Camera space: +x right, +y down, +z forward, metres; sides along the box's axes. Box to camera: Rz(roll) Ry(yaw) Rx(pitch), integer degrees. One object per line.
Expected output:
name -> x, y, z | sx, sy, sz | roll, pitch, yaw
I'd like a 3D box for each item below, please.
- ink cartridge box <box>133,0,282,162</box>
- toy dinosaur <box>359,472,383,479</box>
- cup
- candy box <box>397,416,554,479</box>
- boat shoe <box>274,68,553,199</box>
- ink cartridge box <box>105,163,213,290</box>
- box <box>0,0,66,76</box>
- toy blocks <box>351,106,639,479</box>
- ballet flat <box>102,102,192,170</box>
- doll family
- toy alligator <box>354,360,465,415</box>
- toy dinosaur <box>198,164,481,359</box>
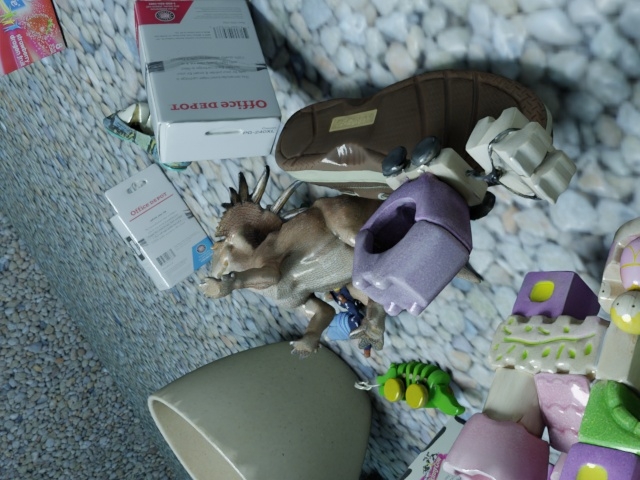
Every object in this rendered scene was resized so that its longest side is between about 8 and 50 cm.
ink cartridge box -> -0.109, -0.151, 0.569 | 0.063, 0.109, 0.150 | 117, 141, -58
toy dinosaur -> 0.026, 0.465, 1.103 | 0.313, 0.121, 0.160 | 27, 129, 29
cup -> -0.060, 0.286, 0.906 | 0.331, 0.237, 0.331 | 33, 145, 28
candy box -> 0.200, 0.312, 0.659 | 0.233, 0.159, 0.071 | 19, 136, 44
boat shoe -> 0.078, -0.075, 0.500 | 0.257, 0.095, 0.095 | 11, 166, 48
ink cartridge box -> -0.263, -0.021, 0.984 | 0.180, 0.104, 0.060 | 58, 151, -10
box -> -0.485, -0.385, 0.867 | 0.122, 0.128, 0.257 | 35, 146, 26
toy blocks -> 0.166, 0.117, 0.311 | 0.309, 0.260, 0.288 | 39, 156, -22
ballet flat -> -0.243, -0.162, 0.861 | 0.188, 0.070, 0.070 | 30, 144, 30
doll family -> 0.016, 0.049, 0.719 | 0.193, 0.076, 0.111 | 53, 146, -13
toy alligator -> 0.105, 0.173, 0.752 | 0.189, 0.056, 0.051 | -2, 79, 56
toy dinosaur -> 0.000, 0.000, 0.610 | 0.295, 0.200, 0.127 | -10, 130, 9
